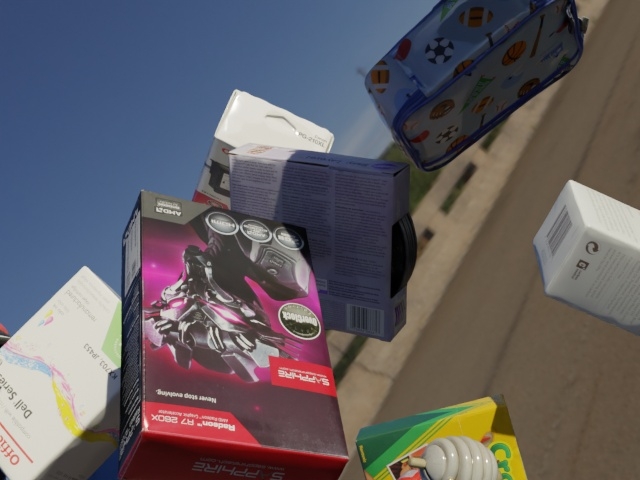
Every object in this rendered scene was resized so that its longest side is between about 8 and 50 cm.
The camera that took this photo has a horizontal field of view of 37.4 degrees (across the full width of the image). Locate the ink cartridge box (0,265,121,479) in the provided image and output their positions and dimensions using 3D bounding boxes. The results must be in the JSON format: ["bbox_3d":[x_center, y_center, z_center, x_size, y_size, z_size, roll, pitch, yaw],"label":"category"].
[{"bbox_3d":[-0.393,0.240,1.393,0.353,0.207,0.119,-47,-28,-9],"label":"ink cartridge box"}]

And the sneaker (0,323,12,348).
[{"bbox_3d":[-0.573,0.207,1.453,0.276,0.135,0.098,-24,-58,-49],"label":"sneaker"}]

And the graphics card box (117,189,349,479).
[{"bbox_3d":[-0.111,0.113,1.099,0.371,0.232,0.094,-101,32,-47],"label":"graphics card box"}]

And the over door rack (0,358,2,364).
[{"bbox_3d":[-0.624,0.193,1.231,0.239,0.324,0.108,-79,14,-62],"label":"over door rack"}]

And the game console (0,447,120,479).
[{"bbox_3d":[-0.406,0.461,1.602,0.386,0.342,0.060,-20,-29,2],"label":"game console"}]

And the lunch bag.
[{"bbox_3d":[0.216,-0.230,1.266,0.303,0.115,0.243,-36,-26,5],"label":"lunch bag"}]

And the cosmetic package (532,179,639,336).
[{"bbox_3d":[0.644,0.077,1.774,0.230,0.453,0.162,-75,9,-65],"label":"cosmetic package"}]

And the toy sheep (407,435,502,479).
[{"bbox_3d":[0.160,0.272,1.109,0.091,0.132,0.091,-38,42,45],"label":"toy sheep"}]

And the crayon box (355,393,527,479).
[{"bbox_3d":[0.271,0.532,1.929,0.313,0.363,0.106,-15,2,9],"label":"crayon box"}]

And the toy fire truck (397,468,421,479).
[{"bbox_3d":[0.194,0.403,1.441,0.047,0.192,0.135,-25,21,41],"label":"toy fire truck"}]

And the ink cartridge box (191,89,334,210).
[{"bbox_3d":[-0.098,-0.113,1.526,0.237,0.171,0.100,124,169,-62],"label":"ink cartridge box"}]

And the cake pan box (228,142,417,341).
[{"bbox_3d":[0.000,0.000,1.313,0.070,0.266,0.246,-39,-48,-55],"label":"cake pan box"}]
